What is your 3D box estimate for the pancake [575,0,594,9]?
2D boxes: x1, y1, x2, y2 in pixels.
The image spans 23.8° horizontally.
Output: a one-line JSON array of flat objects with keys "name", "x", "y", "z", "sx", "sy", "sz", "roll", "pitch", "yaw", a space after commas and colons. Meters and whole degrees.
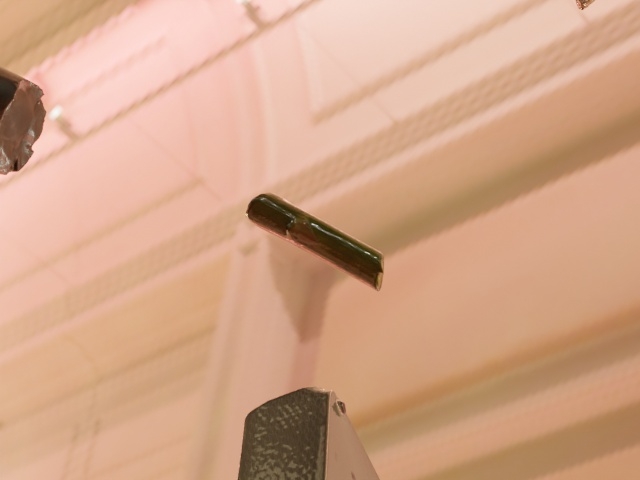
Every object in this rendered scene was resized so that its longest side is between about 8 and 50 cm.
[{"name": "pancake", "x": 0.359, "y": -0.383, "z": 2.042, "sx": 0.151, "sy": 0.025, "sz": 0.151, "roll": -177, "pitch": -90, "yaw": -81}]

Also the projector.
[{"name": "projector", "x": 0.005, "y": 0.293, "z": 1.519, "sx": 0.108, "sy": 0.198, "sz": 0.250, "roll": -21, "pitch": -157, "yaw": 11}]

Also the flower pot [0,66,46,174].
[{"name": "flower pot", "x": -0.405, "y": -0.148, "z": 1.845, "sx": 0.107, "sy": 0.157, "sz": 0.157, "roll": 18, "pitch": -116, "yaw": 17}]

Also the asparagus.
[{"name": "asparagus", "x": 0.001, "y": -0.002, "z": 2.298, "sx": 0.277, "sy": 0.067, "sz": 0.060, "roll": 29, "pitch": -100, "yaw": 32}]
